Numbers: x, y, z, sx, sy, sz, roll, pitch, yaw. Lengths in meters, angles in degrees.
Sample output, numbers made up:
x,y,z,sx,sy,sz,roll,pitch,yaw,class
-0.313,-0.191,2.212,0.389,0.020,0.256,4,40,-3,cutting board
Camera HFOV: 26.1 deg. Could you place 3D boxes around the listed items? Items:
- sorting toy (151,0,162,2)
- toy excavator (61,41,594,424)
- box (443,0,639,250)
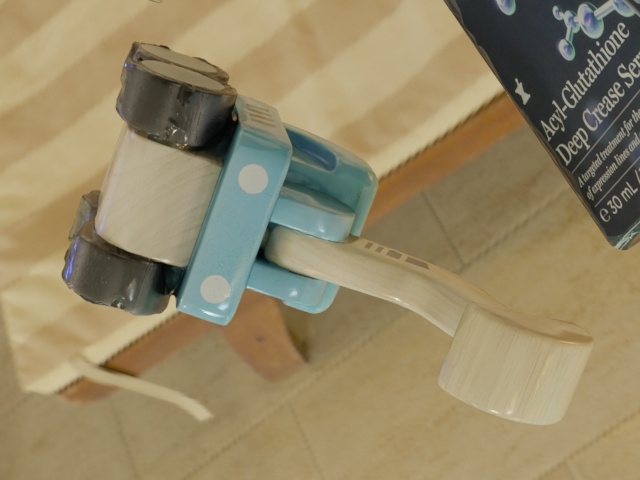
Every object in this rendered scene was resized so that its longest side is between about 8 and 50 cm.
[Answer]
x,y,z,sx,sy,sz,roll,pitch,yaw,class
-0.235,-0.227,0.718,0.255,0.257,0.089,22,95,30,sorting toy
0.000,0.000,1.300,0.433,0.445,0.222,-114,42,-74,toy excavator
0.274,-0.247,1.172,0.212,0.293,0.395,-25,73,-22,box
